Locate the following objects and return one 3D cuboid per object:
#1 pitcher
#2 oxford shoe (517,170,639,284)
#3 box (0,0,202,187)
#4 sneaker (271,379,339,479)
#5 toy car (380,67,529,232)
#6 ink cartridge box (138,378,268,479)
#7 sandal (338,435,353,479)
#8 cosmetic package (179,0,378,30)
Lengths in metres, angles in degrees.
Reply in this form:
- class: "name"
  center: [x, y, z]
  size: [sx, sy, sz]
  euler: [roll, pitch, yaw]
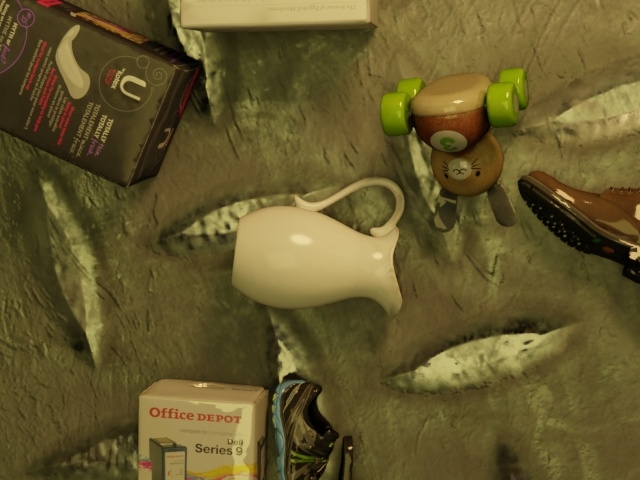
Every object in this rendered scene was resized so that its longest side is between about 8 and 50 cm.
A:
- class: "pitcher"
  center: [0.000, 0.000, 1.496]
  size: [0.207, 0.125, 0.178]
  euler: [6, 77, -3]
- class: "oxford shoe"
  center: [0.347, -0.030, 1.467]
  size: [0.227, 0.083, 0.096]
  euler: [30, 75, 7]
- class: "box"
  center: [-0.308, -0.198, 1.490]
  size: [0.270, 0.143, 0.165]
  euler: [25, 102, 3]
- class: "sneaker"
  center: [-0.013, 0.271, 1.547]
  size: [0.078, 0.067, 0.188]
  euler: [-8, 93, 15]
- class: "toy car"
  center: [0.171, -0.099, 1.449]
  size: [0.155, 0.149, 0.188]
  euler: [-3, 109, 20]
- class: "ink cartridge box"
  center: [-0.151, 0.294, 1.556]
  size: [0.154, 0.093, 0.212]
  euler: [3, 96, 8]
- class: "sandal"
  center: [0.040, 0.341, 1.552]
  size: [0.040, 0.067, 0.179]
  euler: [5, 95, -4]
- class: "cosmetic package"
  center: [-0.048, -0.362, 1.438]
  size: [0.224, 0.138, 0.225]
  euler: [0, 96, 8]
